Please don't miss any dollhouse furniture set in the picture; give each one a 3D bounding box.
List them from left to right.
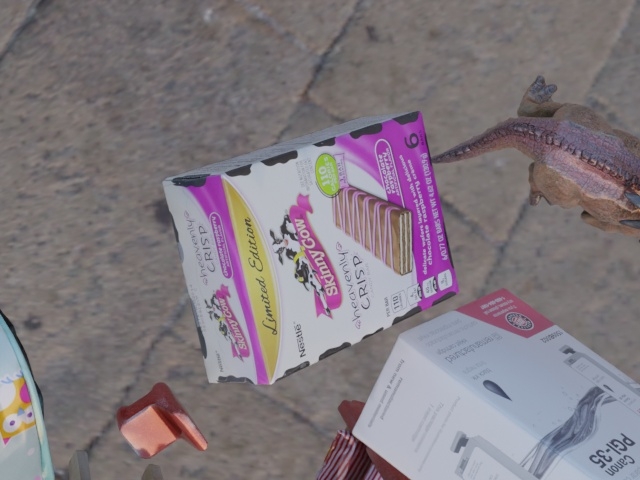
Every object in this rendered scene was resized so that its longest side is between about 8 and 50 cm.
[{"bbox_3d":[-0.057,0.266,1.454,0.374,0.152,0.201,16,110,-30],"label":"dollhouse furniture set"}]

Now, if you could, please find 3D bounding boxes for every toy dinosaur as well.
[{"bbox_3d":[0.244,-0.056,1.207,0.295,0.200,0.127,18,103,2],"label":"toy dinosaur"}]

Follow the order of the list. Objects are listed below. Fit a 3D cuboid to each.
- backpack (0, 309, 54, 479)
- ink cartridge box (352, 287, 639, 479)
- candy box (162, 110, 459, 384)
[{"bbox_3d":[-0.184,0.051,0.477,0.188,0.166,0.144,29,45,21],"label":"backpack"},{"bbox_3d":[0.205,0.182,1.266,0.207,0.283,0.117,-17,137,-54],"label":"ink cartridge box"},{"bbox_3d":[0.000,0.000,1.108,0.233,0.071,0.159,-22,103,-44],"label":"candy box"}]
